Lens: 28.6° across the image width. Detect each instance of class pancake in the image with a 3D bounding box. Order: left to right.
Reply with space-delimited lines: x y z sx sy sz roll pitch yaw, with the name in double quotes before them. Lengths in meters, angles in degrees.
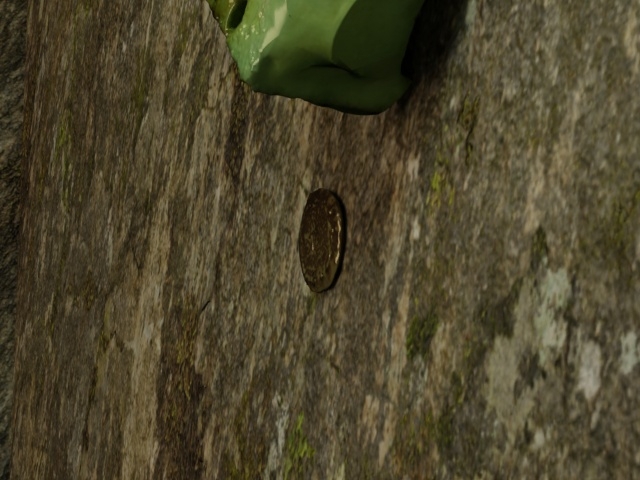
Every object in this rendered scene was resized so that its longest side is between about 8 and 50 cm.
"pancake" -0.001 0.000 1.307 0.115 0.011 0.114 -174 90 -67

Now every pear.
"pear" 0.020 -0.289 1.138 0.281 0.176 0.286 -65 34 33
